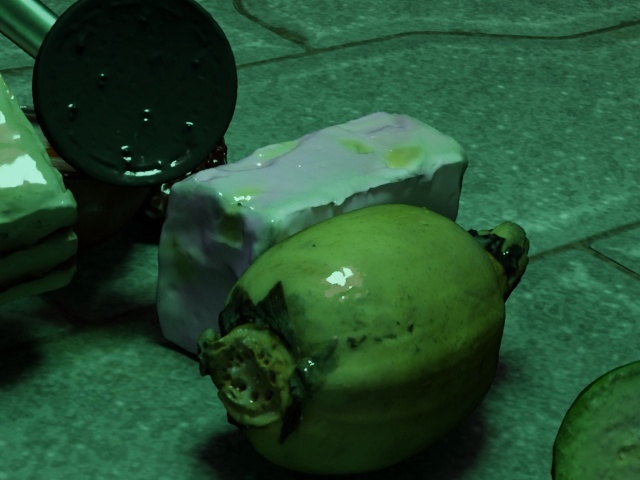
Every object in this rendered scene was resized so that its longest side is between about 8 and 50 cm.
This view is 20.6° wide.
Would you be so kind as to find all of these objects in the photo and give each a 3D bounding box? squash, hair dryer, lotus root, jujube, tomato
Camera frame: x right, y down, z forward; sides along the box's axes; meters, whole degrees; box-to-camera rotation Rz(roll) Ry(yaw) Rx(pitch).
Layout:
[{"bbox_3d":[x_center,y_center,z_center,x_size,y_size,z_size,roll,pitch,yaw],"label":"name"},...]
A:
[{"bbox_3d":[0.257,0.155,1.202,0.170,0.170,0.123,24,18,29],"label":"squash"},{"bbox_3d":[-0.252,-0.167,1.422,0.284,0.156,0.320,22,1,-29],"label":"hair dryer"},{"bbox_3d":[0.055,0.061,1.299,0.182,0.183,0.310,26,31,32],"label":"lotus root"},{"bbox_3d":[-0.129,-0.066,1.606,0.104,0.104,0.166,1,40,-13],"label":"jujube"},{"bbox_3d":[-0.251,-0.044,1.502,0.228,0.112,0.199,8,19,-2],"label":"tomato"}]

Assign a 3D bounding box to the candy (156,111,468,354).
[{"bbox_3d":[0.000,0.000,1.432,0.115,0.156,0.265,24,30,35],"label":"candy"}]

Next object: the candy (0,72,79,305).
[{"bbox_3d":[-0.353,-0.017,1.273,0.320,0.135,0.179,-19,61,-20],"label":"candy"}]
